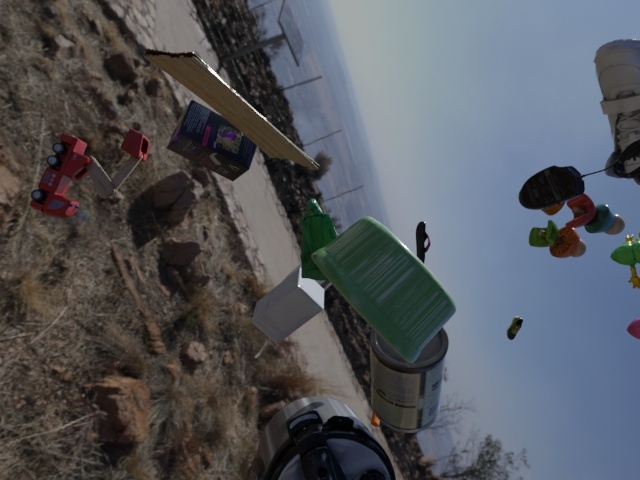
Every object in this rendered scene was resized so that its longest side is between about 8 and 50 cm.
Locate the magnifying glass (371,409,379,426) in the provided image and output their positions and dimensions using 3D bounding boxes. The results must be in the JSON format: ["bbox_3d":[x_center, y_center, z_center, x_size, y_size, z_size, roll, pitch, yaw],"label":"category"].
[{"bbox_3d":[0.195,0.493,1.461,0.092,0.026,0.231,50,38,-25],"label":"magnifying glass"}]

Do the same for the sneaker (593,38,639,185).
[{"bbox_3d":[0.732,-0.277,1.036,0.366,0.137,0.210,36,68,-31],"label":"sneaker"}]

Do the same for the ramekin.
[{"bbox_3d":[0.136,0.091,0.931,0.303,0.148,0.303,47,1,-1],"label":"ramekin"}]

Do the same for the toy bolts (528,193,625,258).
[{"bbox_3d":[0.768,-0.064,1.326,0.228,0.158,0.218,133,-24,-71],"label":"toy bolts"}]

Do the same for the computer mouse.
[{"bbox_3d":[0.476,-0.117,0.798,0.041,0.242,0.071,1,72,-53],"label":"computer mouse"}]

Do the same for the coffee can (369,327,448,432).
[{"bbox_3d":[0.236,0.360,1.230,0.202,0.201,0.275,-92,177,-55],"label":"coffee can"}]

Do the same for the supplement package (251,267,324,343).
[{"bbox_3d":[-0.089,0.182,1.250,0.105,0.179,0.105,45,19,-17],"label":"supplement package"}]

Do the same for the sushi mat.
[{"bbox_3d":[-0.139,-0.215,0.769,0.316,0.151,0.019,34,81,-48],"label":"sushi mat"}]

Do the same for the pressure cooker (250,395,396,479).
[{"bbox_3d":[0.010,0.653,1.237,0.376,0.369,0.420,-64,-171,-7],"label":"pressure cooker"}]

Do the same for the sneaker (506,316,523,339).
[{"bbox_3d":[0.642,0.289,1.478,0.035,0.031,0.083,123,-9,-79],"label":"sneaker"}]

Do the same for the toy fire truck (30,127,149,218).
[{"bbox_3d":[-0.396,-0.117,0.776,0.047,0.135,0.192,168,-56,-83],"label":"toy fire truck"}]

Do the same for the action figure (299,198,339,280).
[{"bbox_3d":[0.000,0.000,1.092,0.063,0.137,0.232,-79,162,-50],"label":"action figure"}]

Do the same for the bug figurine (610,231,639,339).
[{"bbox_3d":[0.519,0.055,0.594,0.072,0.216,0.279,24,59,-35],"label":"bug figurine"}]

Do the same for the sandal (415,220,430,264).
[{"bbox_3d":[0.369,0.015,1.604,0.067,0.040,0.179,-111,-164,-70],"label":"sandal"}]

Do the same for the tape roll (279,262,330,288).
[{"bbox_3d":[-0.028,0.143,1.695,0.100,0.286,0.286,50,5,13],"label":"tape roll"}]

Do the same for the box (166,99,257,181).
[{"bbox_3d":[-0.382,-0.350,1.605,0.270,0.165,0.143,26,68,-27],"label":"box"}]
